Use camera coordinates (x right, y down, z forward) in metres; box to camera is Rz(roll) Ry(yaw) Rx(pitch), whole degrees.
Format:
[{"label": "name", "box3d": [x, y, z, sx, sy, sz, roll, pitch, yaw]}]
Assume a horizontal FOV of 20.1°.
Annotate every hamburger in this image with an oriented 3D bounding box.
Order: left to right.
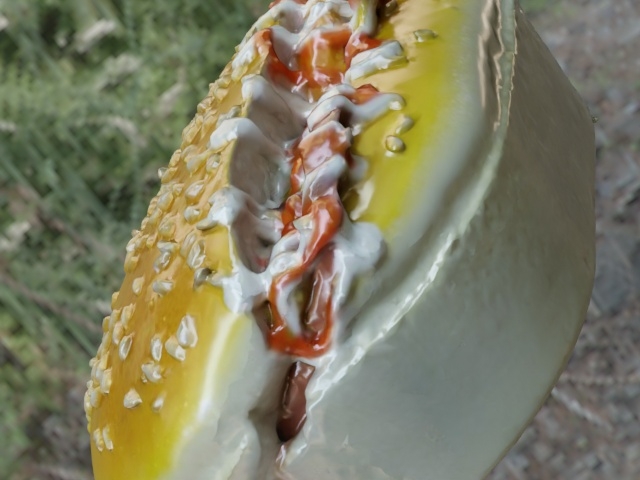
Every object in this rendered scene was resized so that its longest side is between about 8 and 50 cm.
[{"label": "hamburger", "box3d": [0.000, 0.000, 0.719, 0.227, 0.151, 0.295, -49, 18, 29]}]
